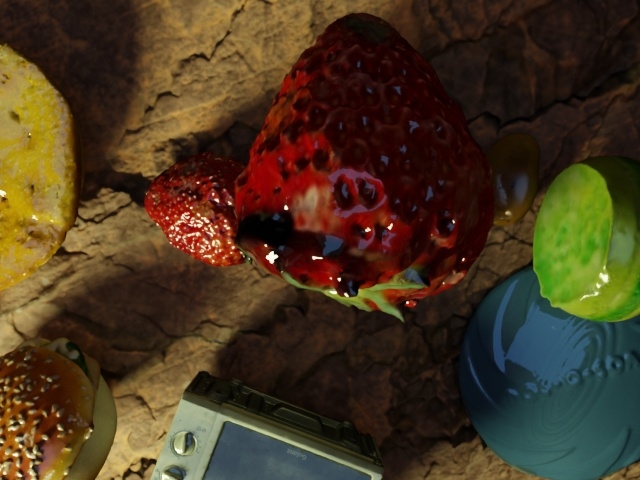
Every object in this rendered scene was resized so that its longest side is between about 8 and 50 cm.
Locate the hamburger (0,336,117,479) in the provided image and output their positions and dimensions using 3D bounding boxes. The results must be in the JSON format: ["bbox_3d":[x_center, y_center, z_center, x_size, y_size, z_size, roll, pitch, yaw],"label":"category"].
[{"bbox_3d":[-0.344,0.227,1.082,0.236,0.237,0.147,-35,125,6],"label":"hamburger"}]

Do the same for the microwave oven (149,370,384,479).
[{"bbox_3d":[-0.062,0.263,1.091,0.240,0.194,0.145,21,93,-1],"label":"microwave oven"}]

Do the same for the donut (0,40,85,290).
[{"bbox_3d":[-0.413,-0.089,1.096,0.302,0.110,0.303,0,96,0],"label":"donut"}]

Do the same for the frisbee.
[{"bbox_3d":[0.314,0.164,1.133,0.289,0.049,0.290,0,97,2],"label":"frisbee"}]

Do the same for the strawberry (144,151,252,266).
[{"bbox_3d":[-0.132,-0.040,1.086,0.148,0.131,0.131,24,98,-9],"label":"strawberry"}]

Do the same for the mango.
[{"bbox_3d":[0.225,-0.073,1.100,0.080,0.060,0.114,28,100,14],"label":"mango"}]

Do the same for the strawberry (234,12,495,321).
[{"bbox_3d":[0.063,-0.075,0.989,0.291,0.292,0.310,31,87,-2],"label":"strawberry"}]

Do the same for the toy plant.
[{"bbox_3d":[0.421,0.008,1.061,0.315,0.184,0.224,9,78,-17],"label":"toy plant"}]
